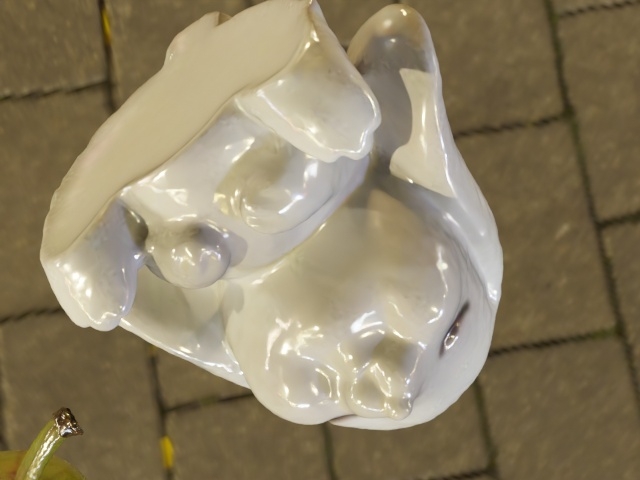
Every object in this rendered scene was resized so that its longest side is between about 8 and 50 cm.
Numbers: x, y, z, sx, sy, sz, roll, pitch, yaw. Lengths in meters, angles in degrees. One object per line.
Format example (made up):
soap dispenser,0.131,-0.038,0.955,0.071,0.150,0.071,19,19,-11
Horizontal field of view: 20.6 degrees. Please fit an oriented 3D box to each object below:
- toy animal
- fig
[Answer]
toy animal,0.000,0.000,1.058,0.271,0.206,0.265,-39,118,18
fig,-0.173,0.165,1.049,0.124,0.236,0.124,7,62,-14
